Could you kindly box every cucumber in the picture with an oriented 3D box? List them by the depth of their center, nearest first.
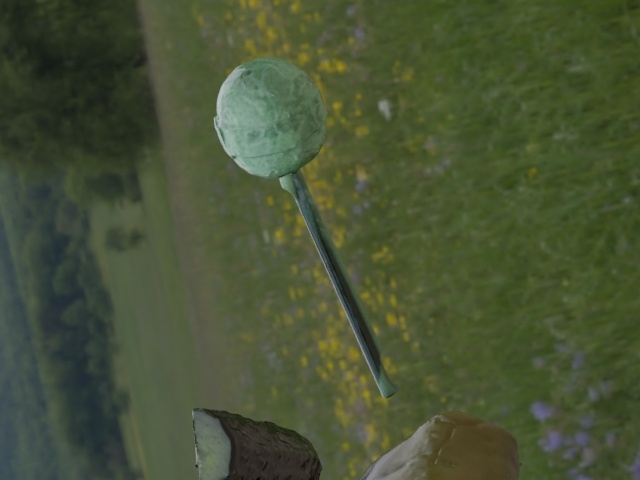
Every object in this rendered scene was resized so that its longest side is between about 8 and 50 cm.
[{"bbox_3d":[-0.048,0.183,1.084,0.211,0.062,0.078,52,-150,-72],"label":"cucumber"}]

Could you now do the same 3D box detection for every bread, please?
[{"bbox_3d":[0.117,0.417,1.650,0.341,0.210,0.300,-75,5,-54],"label":"bread"}]

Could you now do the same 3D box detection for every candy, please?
[{"bbox_3d":[0.000,0.000,1.458,0.119,0.119,0.440,-118,5,-65],"label":"candy"}]
